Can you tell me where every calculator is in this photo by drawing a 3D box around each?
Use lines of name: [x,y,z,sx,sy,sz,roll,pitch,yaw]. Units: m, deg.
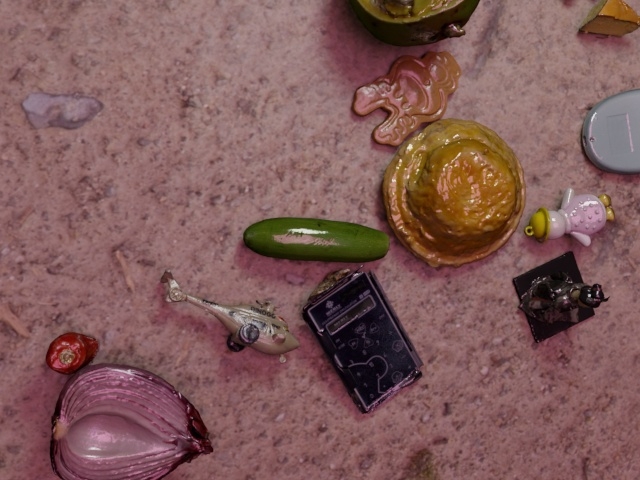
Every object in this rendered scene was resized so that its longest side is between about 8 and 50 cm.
calculator: [0.701,-0.237,1.614,0.295,0.042,0.184,-11,94,-13]
calculator: [0.087,0.196,1.452,0.166,0.028,0.274,-34,110,-11]

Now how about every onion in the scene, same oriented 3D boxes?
onion: [-0.329,0.332,1.321,0.284,0.120,0.227,16,94,-14]

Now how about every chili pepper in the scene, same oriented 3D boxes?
chili pepper: [-0.431,0.194,1.291,0.073,0.123,0.070,-21,84,-6]

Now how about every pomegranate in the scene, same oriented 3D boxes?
pomegranate: [0.163,-0.512,1.385,0.260,0.260,0.340,-16,66,-14]

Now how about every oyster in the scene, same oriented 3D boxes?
oyster: [0.010,0.082,1.434,0.083,0.080,0.038,-15,59,-37]

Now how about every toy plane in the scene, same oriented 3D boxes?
toy plane: [-0.165,0.139,1.383,0.286,0.092,0.108,22,64,-14]

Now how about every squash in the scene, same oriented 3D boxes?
squash: [0.000,0.000,1.420,0.293,0.082,0.082,4,90,-14]

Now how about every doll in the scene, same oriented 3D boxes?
doll: [0.518,-0.044,1.552,0.207,0.081,0.129,-15,87,-12]

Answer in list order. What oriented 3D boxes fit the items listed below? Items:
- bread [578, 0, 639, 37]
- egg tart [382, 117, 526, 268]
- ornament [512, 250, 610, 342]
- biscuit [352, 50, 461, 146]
bread: [0.611,-0.450,1.567,0.109,0.084,0.080,37,69,-11]
egg tart: [0.280,-0.093,1.467,0.319,0.128,0.318,-1,93,-15]
ornament: [0.511,0.124,1.495,0.166,0.196,0.153,-24,96,-11]
biscuit: [0.181,-0.292,1.488,0.236,0.040,0.144,-37,105,-9]
